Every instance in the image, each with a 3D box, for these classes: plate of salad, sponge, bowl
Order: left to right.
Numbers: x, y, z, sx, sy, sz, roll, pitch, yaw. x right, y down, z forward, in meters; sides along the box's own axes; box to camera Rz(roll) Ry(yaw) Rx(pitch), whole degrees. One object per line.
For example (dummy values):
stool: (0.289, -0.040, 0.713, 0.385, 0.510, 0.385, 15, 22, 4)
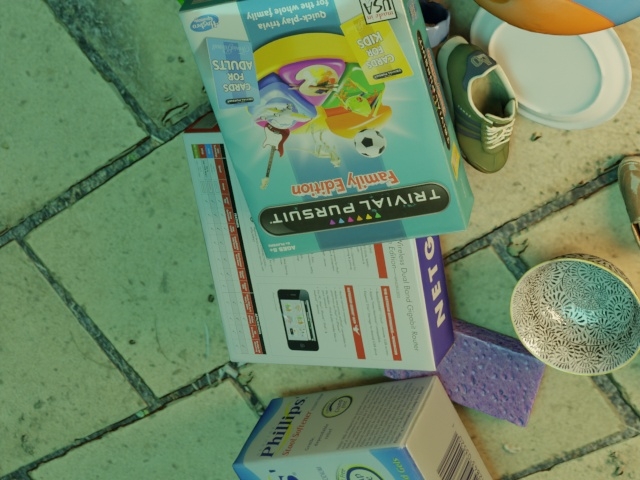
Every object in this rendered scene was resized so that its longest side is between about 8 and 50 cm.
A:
sponge: (0.192, 0.164, 2.122, 0.210, 0.031, 0.117, 19, 126, 13)
plate of salad: (0.265, -0.212, 1.829, 0.199, 0.048, 0.200, 21, 140, 19)
bowl: (0.326, 0.075, 1.971, 0.170, 0.080, 0.170, 12, 125, 18)

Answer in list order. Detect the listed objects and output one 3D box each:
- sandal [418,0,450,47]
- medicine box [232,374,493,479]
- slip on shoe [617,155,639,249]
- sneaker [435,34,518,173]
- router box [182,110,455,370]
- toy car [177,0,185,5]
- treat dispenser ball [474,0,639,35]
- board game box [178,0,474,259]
sandal: (0.034, -0.229, 1.892, 0.138, 0.126, 0.317, 43, 130, -11)
medicine box: (0.073, 0.346, 2.200, 0.289, 0.149, 0.263, -12, 119, 34)
slip on shoe: (0.385, -0.035, 1.896, 0.051, 0.041, 0.135, -4, 118, 27)
sneaker: (0.195, -0.145, 1.864, 0.086, 0.064, 0.192, 35, 154, 49)
router box: (0.000, 0.000, 2.053, 0.301, 0.082, 0.336, 1, 115, 25)
toy car: (-0.187, -0.350, 1.904, 0.225, 0.053, 0.239, 51, 162, -9)
treat dispenser ball: (0.250, -0.350, 1.601, 0.288, 0.288, 0.288, 12, 125, 18)
board game box: (0.013, -0.151, 1.836, 0.253, 0.079, 0.336, -9, 120, 18)
